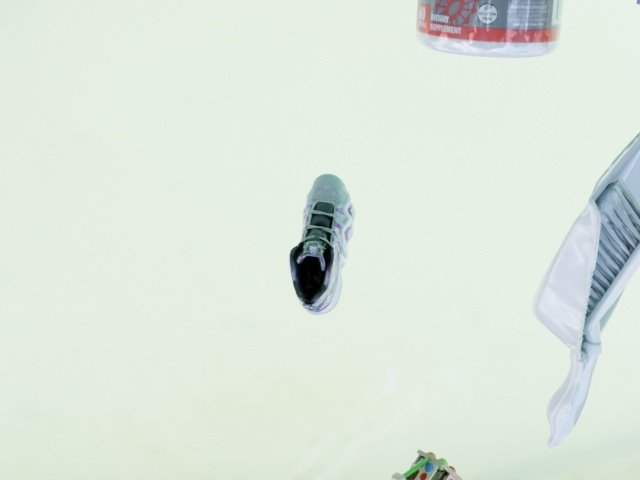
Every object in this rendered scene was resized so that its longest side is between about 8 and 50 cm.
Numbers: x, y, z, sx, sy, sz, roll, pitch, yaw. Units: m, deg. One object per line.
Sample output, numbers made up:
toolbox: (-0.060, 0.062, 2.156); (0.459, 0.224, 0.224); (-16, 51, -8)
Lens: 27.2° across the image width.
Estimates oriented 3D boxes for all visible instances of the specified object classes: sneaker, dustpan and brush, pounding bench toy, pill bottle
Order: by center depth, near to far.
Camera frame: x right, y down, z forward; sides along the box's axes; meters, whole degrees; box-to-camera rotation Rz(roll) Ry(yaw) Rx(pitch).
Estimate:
dustpan and brush: (0.167, 0.041, 0.818); (0.060, 0.147, 0.211); (32, 124, 14)
sneaker: (0.000, 0.000, 0.891); (0.038, 0.098, 0.069); (1, 174, 10)
pounding bench toy: (0.137, 0.308, 1.744); (0.052, 0.065, 0.083); (22, 163, 48)
pill bottle: (0.247, -0.450, 1.866); (0.210, 0.363, 0.210); (2, -165, -1)

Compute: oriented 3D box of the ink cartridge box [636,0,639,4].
ink cartridge box: (0.560, -0.487, 1.852); (0.270, 0.395, 0.151); (18, 151, 30)
